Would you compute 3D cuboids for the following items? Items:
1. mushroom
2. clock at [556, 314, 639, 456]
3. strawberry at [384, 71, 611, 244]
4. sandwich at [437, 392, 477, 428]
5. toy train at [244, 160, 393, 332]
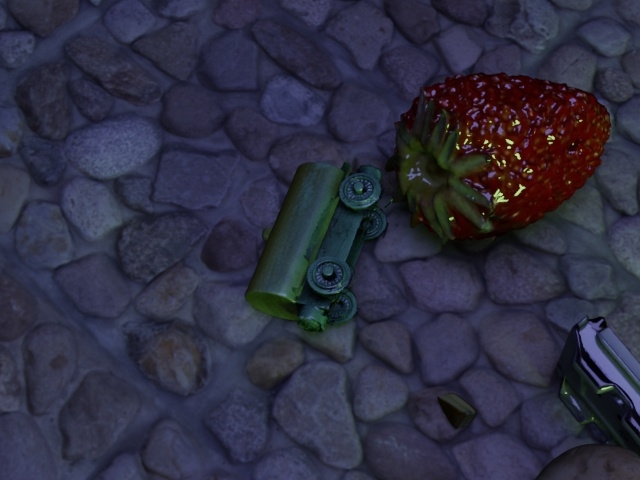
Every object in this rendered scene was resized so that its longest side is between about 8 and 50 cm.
[{"bbox_3d":[0.386,0.406,1.502,0.255,0.184,0.255,-5,80,26],"label":"mushroom"},{"bbox_3d":[0.432,0.237,1.593,0.083,0.186,0.253,-33,67,-11],"label":"clock"},{"bbox_3d":[0.286,-0.142,1.777,0.343,0.292,0.292,-14,61,-35],"label":"strawberry"},{"bbox_3d":[0.209,0.260,1.659,0.031,0.044,0.083,-19,21,-16],"label":"sandwich"},{"bbox_3d":[-0.002,-0.004,1.745,0.189,0.126,0.307,17,64,8],"label":"toy train"}]
